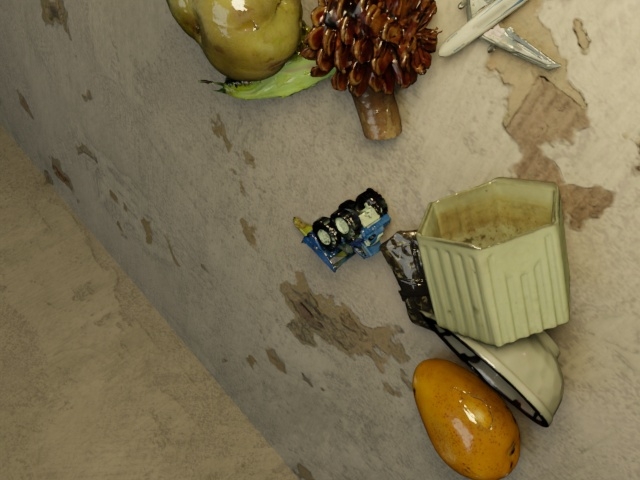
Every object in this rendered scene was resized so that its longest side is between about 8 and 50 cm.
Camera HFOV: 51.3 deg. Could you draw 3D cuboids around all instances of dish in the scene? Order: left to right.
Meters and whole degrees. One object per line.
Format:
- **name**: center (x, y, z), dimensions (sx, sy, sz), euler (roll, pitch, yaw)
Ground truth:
- **dish**: center (0.327, 0.192, 1.186), dimensions (0.303, 0.120, 0.303), euler (44, 177, 3)

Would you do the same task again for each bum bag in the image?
- **bum bag**: center (0.200, 0.088, 1.360), dimensions (0.102, 0.069, 0.248), euler (-17, 106, 20)

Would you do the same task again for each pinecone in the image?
- **pinecone**: center (0.084, -0.317, 1.025), dimensions (0.221, 0.221, 0.221), euler (34, 142, 32)

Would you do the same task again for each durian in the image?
- **durian**: center (-0.067, -0.344, 1.280), dimensions (0.375, 0.106, 0.132), euler (-8, 138, 31)

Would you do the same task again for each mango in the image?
- **mango**: center (0.299, 0.366, 1.405), dimensions (0.290, 0.160, 0.191), euler (52, 156, 26)

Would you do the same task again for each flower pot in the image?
- **flower pot**: center (0.281, 0.029, 1.066), dimensions (0.209, 0.239, 0.189), euler (-120, 10, -65)

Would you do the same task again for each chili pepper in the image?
- **chili pepper**: center (0.000, 0.001, 1.582), dimensions (0.208, 0.043, 0.049), euler (25, 149, 41)

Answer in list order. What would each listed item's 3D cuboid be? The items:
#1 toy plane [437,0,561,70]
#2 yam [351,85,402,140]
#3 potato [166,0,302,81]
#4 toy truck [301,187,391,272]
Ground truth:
- **toy plane**: center (0.246, -0.321, 0.946), dimensions (0.226, 0.058, 0.226), euler (54, 152, -6)
- **yam**: center (0.097, -0.247, 1.192), dimensions (0.084, 0.084, 0.127), euler (14, 128, 48)
- **potato**: center (-0.167, -0.437, 1.167), dimensions (0.351, 0.202, 0.218), euler (50, -179, 22)
- **toy truck**: center (0.061, -0.015, 1.418), dimensions (0.126, 0.113, 0.208), euler (58, 149, -5)
